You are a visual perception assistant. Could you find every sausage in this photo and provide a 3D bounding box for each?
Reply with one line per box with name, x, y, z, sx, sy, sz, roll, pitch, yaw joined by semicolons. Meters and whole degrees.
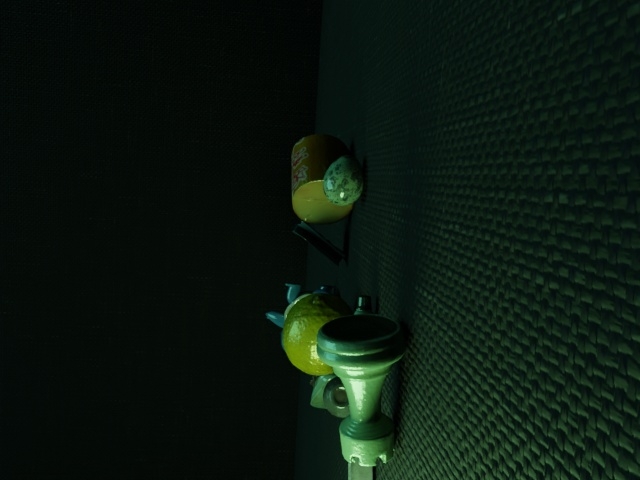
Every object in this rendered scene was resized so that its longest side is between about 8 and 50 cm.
sausage;0.002;-0.231;2.032;0.233;0.233;0.287;99;173;-46

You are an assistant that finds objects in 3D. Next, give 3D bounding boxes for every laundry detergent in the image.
laundry detergent;0.115;0.261;1.471;0.099;0.070;0.225;88;-176;-85

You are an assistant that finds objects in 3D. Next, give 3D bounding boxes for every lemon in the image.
lemon;0.000;0.299;1.745;0.267;0.268;0.267;-177;90;-84

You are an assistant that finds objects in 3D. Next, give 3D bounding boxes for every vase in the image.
vase;0.072;0.472;1.638;0.183;0.120;0.120;70;-161;-69

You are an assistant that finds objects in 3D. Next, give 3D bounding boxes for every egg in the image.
egg;0.077;-0.196;1.768;0.132;0.133;0.172;126;158;-79

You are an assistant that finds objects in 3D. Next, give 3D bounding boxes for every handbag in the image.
handbag;0.000;0.000;2.072;0.057;0.221;0.144;-52;5;8

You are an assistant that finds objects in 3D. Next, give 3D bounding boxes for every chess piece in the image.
chess piece;0.095;0.329;1.188;0.194;0.195;0.298;-118;23;-78

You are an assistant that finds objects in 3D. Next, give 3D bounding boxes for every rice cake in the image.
rice cake;0.104;0.583;1.408;0.056;0.073;0.364;102;170;-71

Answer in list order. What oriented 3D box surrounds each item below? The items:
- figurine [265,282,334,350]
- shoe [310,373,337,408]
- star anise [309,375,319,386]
figurine;-0.045;0.308;2.313;0.416;0.298;0.242;-53;48;41
shoe;0.022;0.557;2.082;0.251;0.103;0.100;107;164;-47
star anise;-0.007;0.528;2.378;0.214;0.099;0.219;124;150;-60
